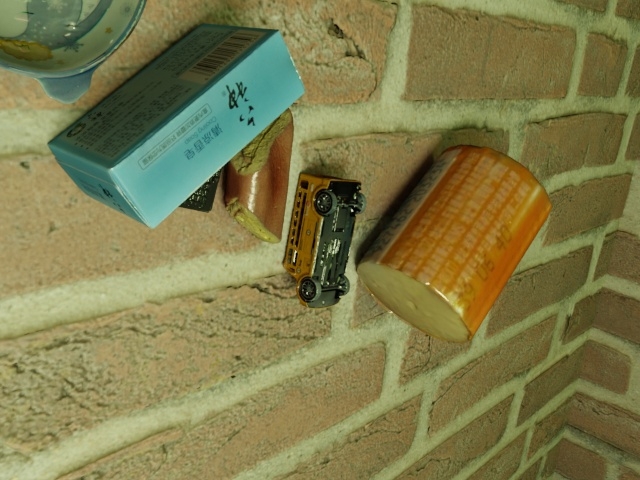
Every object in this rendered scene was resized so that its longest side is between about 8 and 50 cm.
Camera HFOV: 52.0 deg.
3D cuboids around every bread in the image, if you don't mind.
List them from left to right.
[{"bbox_3d":[-0.083,-0.079,0.851,0.119,0.067,0.192,-28,129,-65],"label":"bread"}]

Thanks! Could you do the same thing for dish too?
[{"bbox_3d":[-0.263,-0.249,0.551,0.228,0.086,0.236,4,104,-49],"label":"dish"}]

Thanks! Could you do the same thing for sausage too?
[{"bbox_3d":[0.229,0.006,1.141,0.287,0.233,0.233,-52,139,-22],"label":"sausage"}]

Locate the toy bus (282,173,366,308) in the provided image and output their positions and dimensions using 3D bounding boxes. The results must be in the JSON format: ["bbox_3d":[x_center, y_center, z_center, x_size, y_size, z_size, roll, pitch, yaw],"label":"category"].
[{"bbox_3d":[0.000,0.000,0.977,0.083,0.088,0.194,-2,106,-49],"label":"toy bus"}]

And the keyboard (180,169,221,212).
[{"bbox_3d":[-0.138,-0.132,0.809,0.074,0.015,0.196,9,99,-51],"label":"keyboard"}]

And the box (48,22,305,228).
[{"bbox_3d":[-0.147,-0.130,0.687,0.232,0.142,0.083,-48,134,-21],"label":"box"}]
